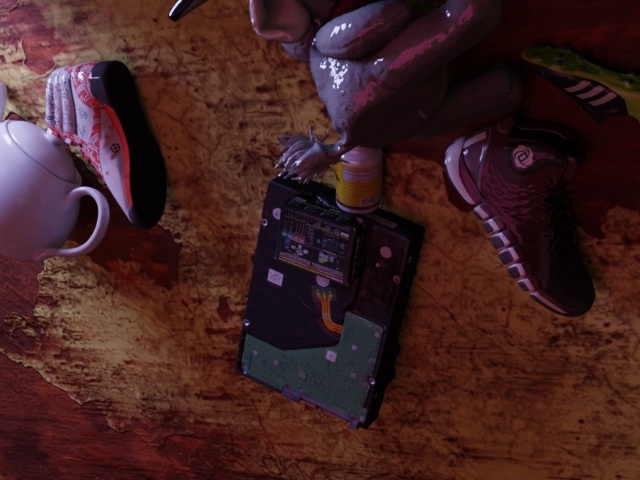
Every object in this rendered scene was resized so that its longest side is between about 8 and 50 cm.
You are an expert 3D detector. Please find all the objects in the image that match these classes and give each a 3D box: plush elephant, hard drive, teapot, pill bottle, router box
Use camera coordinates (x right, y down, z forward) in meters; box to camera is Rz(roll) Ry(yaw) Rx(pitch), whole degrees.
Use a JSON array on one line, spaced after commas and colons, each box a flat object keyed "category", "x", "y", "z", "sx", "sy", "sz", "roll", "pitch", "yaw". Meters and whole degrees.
[{"category": "plush elephant", "x": 0.056, "y": -0.247, "z": 1.536, "sx": 0.330, "sy": 0.272, "sz": 0.255, "roll": -29, "pitch": 64, "yaw": 12}, {"category": "hard drive", "x": 0.008, "y": 0.091, "z": 1.864, "sx": 0.236, "sy": 0.064, "sz": 0.339, "roll": 23, "pitch": 119, "yaw": 21}, {"category": "teapot", "x": -0.467, "y": -0.098, "z": 2.000, "sx": 0.256, "sy": 0.252, "sz": 0.187, "roll": 39, "pitch": 102, "yaw": -23}, {"category": "pill bottle", "x": 0.054, "y": -0.100, "z": 1.738, "sx": 0.065, "sy": 0.065, "sz": 0.116, "roll": 18, "pitch": 128, "yaw": 23}, {"category": "router box", "x": 0.000, "y": 0.000, "z": 1.768, "sx": 0.122, "sy": 0.038, "sz": 0.092, "roll": 20, "pitch": 118, "yaw": 23}]

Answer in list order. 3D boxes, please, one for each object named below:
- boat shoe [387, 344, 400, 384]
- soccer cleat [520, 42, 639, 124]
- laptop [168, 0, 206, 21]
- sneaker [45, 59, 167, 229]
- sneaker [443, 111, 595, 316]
[{"category": "boat shoe", "x": 0.090, "y": 0.204, "z": 1.932, "sx": 0.042, "sy": 0.049, "sz": 0.133, "roll": 30, "pitch": 128, "yaw": 24}, {"category": "soccer cleat", "x": 0.319, "y": -0.182, "z": 1.511, "sx": 0.178, "sy": 0.060, "sz": 0.072, "roll": 22, "pitch": 131, "yaw": 16}, {"category": "laptop", "x": 0.119, "y": -0.332, "z": 1.318, "sx": 0.236, "sy": 0.382, "sz": 0.408, "roll": 49, "pitch": 133, "yaw": -4}, {"category": "sneaker", "x": -0.334, "y": -0.146, "z": 1.950, "sx": 0.145, "sy": 0.090, "sz": 0.270, "roll": 2, "pitch": 117, "yaw": 34}, {"category": "sneaker", "x": 0.292, "y": -0.040, "z": 1.596, "sx": 0.281, "sy": 0.106, "sz": 0.162, "roll": 51, "pitch": 130, "yaw": -5}]
